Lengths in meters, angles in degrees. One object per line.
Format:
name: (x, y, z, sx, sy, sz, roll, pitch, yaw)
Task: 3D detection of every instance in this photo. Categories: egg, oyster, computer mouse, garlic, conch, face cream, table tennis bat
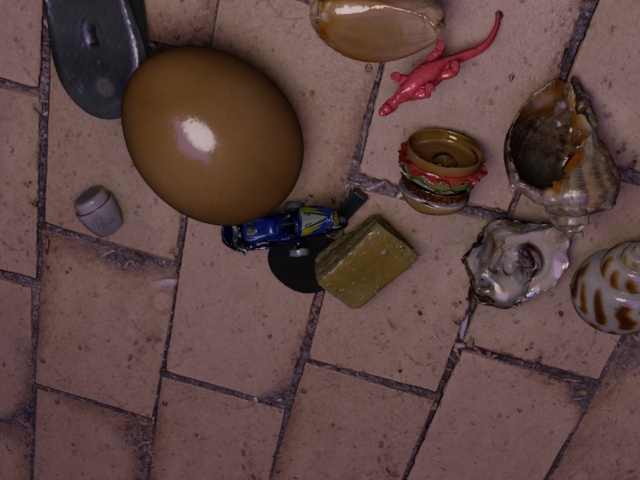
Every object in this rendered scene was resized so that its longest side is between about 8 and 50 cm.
egg: (-0.200, -0.190, 1.455, 0.301, 0.301, 0.373, -36, 131, 26)
oyster: (0.400, 0.041, 1.614, 0.222, 0.083, 0.214, -6, 121, 8)
computer mouse: (-0.419, -0.420, 1.485, 0.188, 0.122, 0.371, -4, 112, 9)
garlic: (0.105, -0.387, 1.374, 0.244, 0.164, 0.146, 9, 100, 16)
conch: (0.442, -0.146, 1.461, 0.209, 0.159, 0.292, -4, 80, 4)
face cream: (-0.484, -0.062, 1.719, 0.091, 0.091, 0.095, -17, 123, 19)
table tennis bat: (0.000, 0.000, 1.700, 0.173, 0.022, 0.301, 34, 121, -8)
conch: (0.608, 0.091, 1.562, 0.182, 0.149, 0.275, 4, 123, 3)

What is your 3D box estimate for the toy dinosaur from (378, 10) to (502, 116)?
toy dinosaur: (0.212, -0.307, 1.444, 0.286, 0.139, 0.070, -38, 84, -12)

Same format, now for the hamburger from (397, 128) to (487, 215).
hamburger: (0.224, -0.123, 1.509, 0.175, 0.175, 0.137, 14, 127, 3)

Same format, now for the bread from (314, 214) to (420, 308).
bread: (0.093, 0.042, 1.646, 0.196, 0.102, 0.138, -42, 122, 19)

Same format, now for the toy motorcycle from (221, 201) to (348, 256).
toy motorcycle: (-0.094, -0.022, 1.608, 0.315, 0.168, 0.113, -10, 83, 30)
